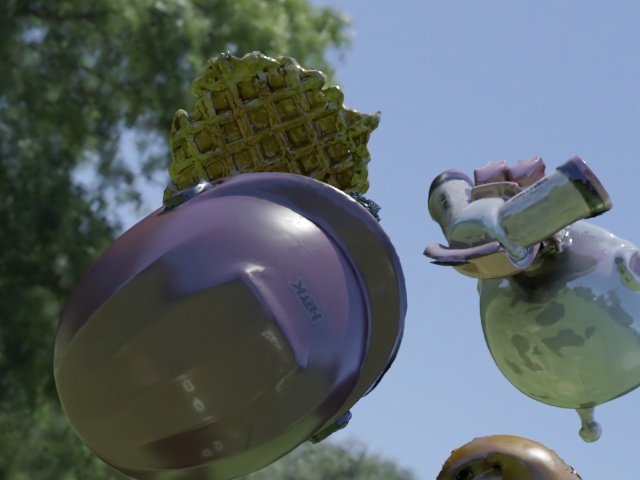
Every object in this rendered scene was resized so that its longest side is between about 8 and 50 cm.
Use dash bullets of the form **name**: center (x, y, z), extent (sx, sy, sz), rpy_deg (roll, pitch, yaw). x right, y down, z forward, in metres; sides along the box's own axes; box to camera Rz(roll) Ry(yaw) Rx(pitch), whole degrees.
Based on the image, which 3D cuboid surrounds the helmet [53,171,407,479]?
- **helmet**: center (-0.103, 0.095, 1.421), extent (0.338, 0.197, 0.271), rpy_deg (-25, -84, 32)

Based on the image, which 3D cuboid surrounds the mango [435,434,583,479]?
- **mango**: center (0.227, 0.298, 1.586), extent (0.248, 0.156, 0.151), rpy_deg (31, 12, 31)

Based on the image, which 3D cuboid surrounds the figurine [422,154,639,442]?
- **figurine**: center (0.276, 0.063, 1.928), extent (0.253, 0.211, 0.361), rpy_deg (12, -30, 51)

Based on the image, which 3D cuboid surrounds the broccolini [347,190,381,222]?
- **broccolini**: center (-0.001, 0.001, 1.669), extent (0.044, 0.042, 0.218), rpy_deg (27, -32, -17)

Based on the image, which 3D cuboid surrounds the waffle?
- **waffle**: center (-0.061, -0.093, 1.841), extent (0.245, 0.254, 0.052), rpy_deg (19, 10, -5)
